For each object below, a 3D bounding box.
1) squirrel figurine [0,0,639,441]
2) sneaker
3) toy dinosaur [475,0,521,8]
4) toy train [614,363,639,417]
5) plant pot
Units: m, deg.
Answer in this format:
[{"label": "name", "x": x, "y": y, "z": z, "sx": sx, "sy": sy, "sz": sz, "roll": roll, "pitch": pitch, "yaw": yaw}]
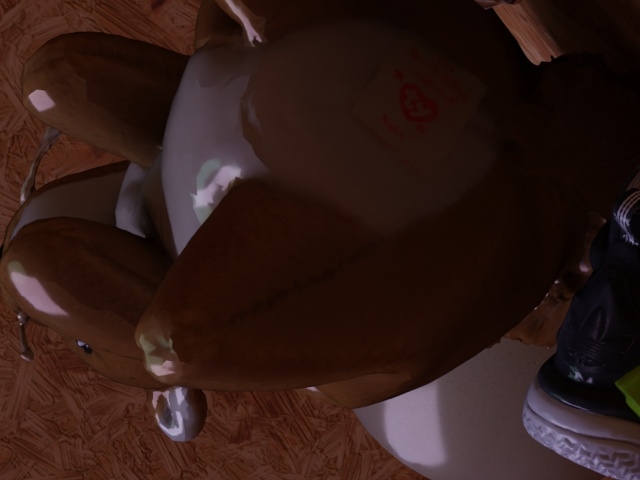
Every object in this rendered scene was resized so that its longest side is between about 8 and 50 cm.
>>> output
[{"label": "squirrel figurine", "x": 0.000, "y": 0.000, "z": 1.126, "sx": 0.370, "sy": 0.397, "sz": 0.281, "roll": -39, "pitch": 53, "yaw": 57}, {"label": "sneaker", "x": 0.217, "y": 0.032, "z": 0.944, "sx": 0.268, "sy": 0.153, "sz": 0.101, "roll": -2, "pitch": -159, "yaw": -44}, {"label": "toy dinosaur", "x": -0.024, "y": -0.223, "z": 0.918, "sx": 0.322, "sy": 0.164, "sz": 0.218, "roll": 25, "pitch": -178, "yaw": 36}, {"label": "toy train", "x": 0.181, "y": 0.032, "z": 0.802, "sx": 0.248, "sy": 0.143, "sz": 0.105, "roll": 49, "pitch": -179, "yaw": -34}, {"label": "plant pot", "x": 0.168, "y": 0.053, "z": 1.643, "sx": 0.284, "sy": 0.284, "sz": 0.191, "roll": 50, "pitch": 147, "yaw": 29}]
